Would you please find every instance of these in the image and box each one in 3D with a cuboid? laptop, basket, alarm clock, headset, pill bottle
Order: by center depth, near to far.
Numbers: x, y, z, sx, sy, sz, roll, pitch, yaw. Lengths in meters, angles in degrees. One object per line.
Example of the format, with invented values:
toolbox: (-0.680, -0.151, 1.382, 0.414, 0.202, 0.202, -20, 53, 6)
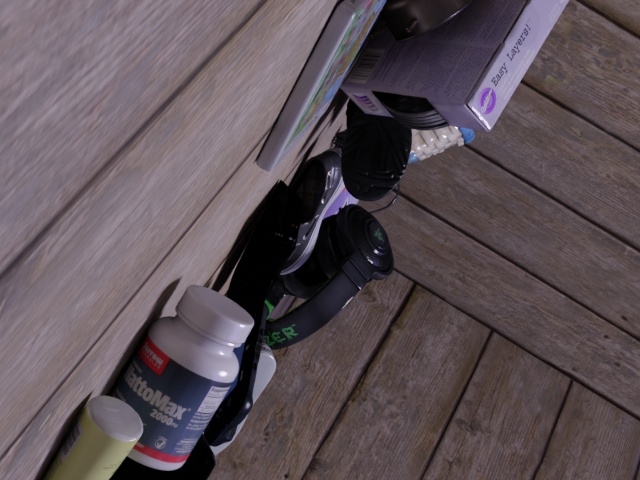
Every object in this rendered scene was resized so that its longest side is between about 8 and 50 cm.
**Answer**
pill bottle: (-0.150, 0.143, 1.316, 0.180, 0.108, 0.108, -59, 177, 9)
alarm clock: (0.150, -0.319, 1.551, 0.192, 0.064, 0.129, -37, -163, -18)
laptop: (-0.180, 0.241, 1.578, 0.234, 0.137, 0.264, -59, 177, 33)
headset: (0.000, 0.000, 1.997, 0.243, 0.185, 0.394, -15, -150, 50)
basket: (0.229, -0.272, 2.280, 0.289, 0.201, 0.255, -30, 179, 3)

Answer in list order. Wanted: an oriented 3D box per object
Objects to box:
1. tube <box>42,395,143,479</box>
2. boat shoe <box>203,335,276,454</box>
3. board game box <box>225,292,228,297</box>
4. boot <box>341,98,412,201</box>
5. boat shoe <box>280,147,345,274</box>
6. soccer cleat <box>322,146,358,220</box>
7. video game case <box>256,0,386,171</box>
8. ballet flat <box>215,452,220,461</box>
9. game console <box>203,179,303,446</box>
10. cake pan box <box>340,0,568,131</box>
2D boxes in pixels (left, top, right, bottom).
tube: (-0.258, 0.259, 1.235, 0.070, 0.062, 0.240, 12, 122, -44)
boat shoe: (-0.139, 0.223, 1.764, 0.219, 0.078, 0.070, -52, -149, 17)
board game box: (-0.179, 0.177, 1.835, 0.124, 0.039, 0.259, -60, -176, 32)
boot: (0.081, -0.158, 1.800, 0.207, 0.094, 0.246, 99, -1, -79)
boat shoe: (-0.033, -0.039, 1.853, 0.076, 0.080, 0.228, -11, 142, -54)
soccer cleat: (0.015, -0.075, 2.171, 0.318, 0.109, 0.116, -56, 157, -27)
video game case: (0.012, -0.195, 1.367, 0.212, 0.023, 0.193, -60, 177, 33)
ballet flat: (-0.202, 0.292, 2.251, 0.342, 0.116, 0.124, -58, 157, -6)
game console: (-0.092, 0.101, 1.607, 0.361, 0.044, 0.213, -82, -164, -49)
cake pan box: (0.177, -0.267, 1.609, 0.246, 0.070, 0.267, 13, -113, 51)
